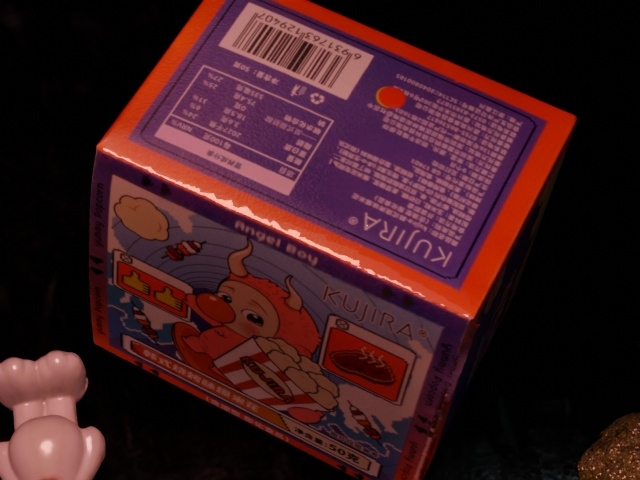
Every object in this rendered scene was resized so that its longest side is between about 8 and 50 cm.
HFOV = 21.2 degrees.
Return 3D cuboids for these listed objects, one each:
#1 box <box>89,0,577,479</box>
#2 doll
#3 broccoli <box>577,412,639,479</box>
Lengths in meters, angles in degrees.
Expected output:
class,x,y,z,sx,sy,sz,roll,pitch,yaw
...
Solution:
class,x,y,z,sx,sy,sz,roll,pitch,yaw
box,0.000,0.000,1.527,0.348,0.318,0.257,25,55,8
doll,-0.199,0.226,1.449,0.208,0.144,0.271,3,59,6
broccoli,0.300,0.216,1.552,0.131,0.130,0.120,-28,105,-54
